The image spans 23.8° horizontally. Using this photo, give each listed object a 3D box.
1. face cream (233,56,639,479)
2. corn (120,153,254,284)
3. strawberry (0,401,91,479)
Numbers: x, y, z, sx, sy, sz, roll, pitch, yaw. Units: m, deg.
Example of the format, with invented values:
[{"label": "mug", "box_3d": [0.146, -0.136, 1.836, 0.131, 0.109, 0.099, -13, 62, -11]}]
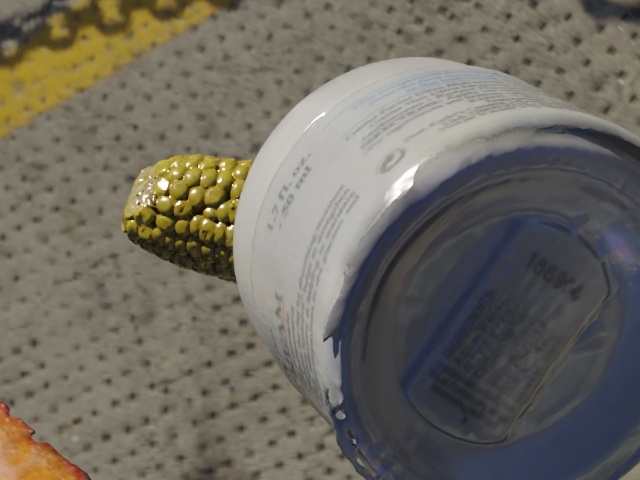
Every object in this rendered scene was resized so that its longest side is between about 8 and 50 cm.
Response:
[{"label": "face cream", "box_3d": [0.062, 0.016, 0.667, 0.177, 0.177, 0.153, -63, 22, 7]}, {"label": "corn", "box_3d": [0.000, 0.000, 1.230, 0.321, 0.119, 0.119, 12, 90, -1]}, {"label": "strawberry", "box_3d": [-0.406, 0.275, 1.589, 0.280, 0.253, 0.150, 32, 115, 38]}]
